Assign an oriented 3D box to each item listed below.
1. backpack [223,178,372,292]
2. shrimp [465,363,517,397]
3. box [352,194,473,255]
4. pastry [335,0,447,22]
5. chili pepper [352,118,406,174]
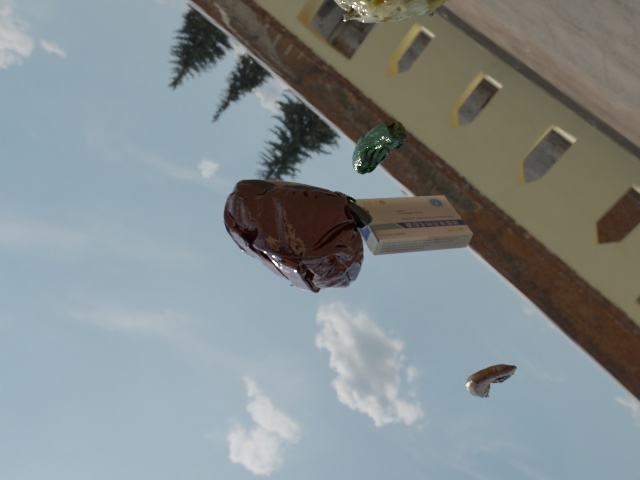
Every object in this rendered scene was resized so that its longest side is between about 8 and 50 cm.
[{"bbox_3d":[-0.030,0.001,0.869,0.229,0.138,0.229,18,163,6],"label":"backpack"},{"bbox_3d":[0.482,0.403,1.694,0.248,0.150,0.068,79,175,-63],"label":"shrimp"},{"bbox_3d":[0.283,-0.053,1.852,0.344,0.065,0.200,-4,-137,-23],"label":"box"},{"bbox_3d":[0.133,-0.401,0.830,0.237,0.256,0.170,12,123,63],"label":"pastry"},{"bbox_3d":[0.148,-0.257,1.608,0.099,0.253,0.083,3,-105,-17],"label":"chili pepper"}]
